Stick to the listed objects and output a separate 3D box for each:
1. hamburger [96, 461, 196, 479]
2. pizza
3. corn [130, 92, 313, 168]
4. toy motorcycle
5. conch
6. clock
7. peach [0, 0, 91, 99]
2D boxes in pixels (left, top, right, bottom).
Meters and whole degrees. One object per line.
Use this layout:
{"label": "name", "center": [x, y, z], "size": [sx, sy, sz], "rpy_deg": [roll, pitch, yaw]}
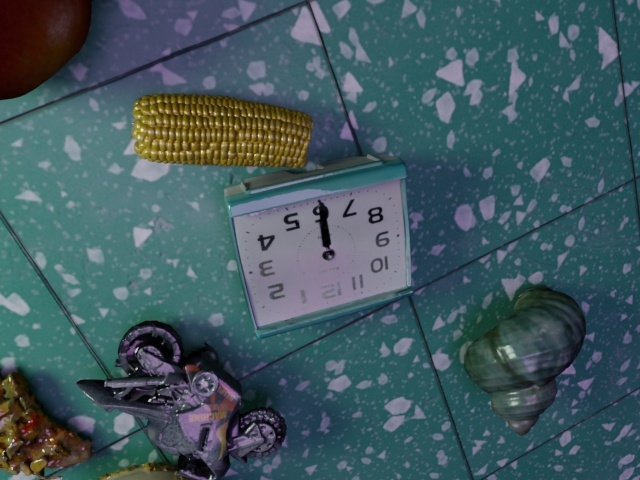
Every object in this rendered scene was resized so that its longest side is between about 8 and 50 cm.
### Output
{"label": "hamburger", "center": [-0.286, 0.492, 0.767], "size": [0.294, 0.179, 0.276], "rpy_deg": [-46, 113, -9]}
{"label": "pizza", "center": [-0.455, 0.289, 0.712], "size": [0.147, 0.069, 0.226], "rpy_deg": [-33, 113, -7]}
{"label": "corn", "center": [-0.127, -0.147, 0.663], "size": [0.243, 0.093, 0.094], "rpy_deg": [-1, 107, -20]}
{"label": "toy motorcycle", "center": [-0.201, 0.260, 0.746], "size": [0.307, 0.108, 0.173], "rpy_deg": [43, 88, -13]}
{"label": "conch", "center": [0.369, 0.211, 0.891], "size": [0.220, 0.195, 0.278], "rpy_deg": [20, 74, -49]}
{"label": "clock", "center": [0.000, 0.000, 0.743], "size": [0.262, 0.116, 0.231], "rpy_deg": [-14, 115, -11]}
{"label": "peach", "center": [-0.363, -0.260, 0.485], "size": [0.243, 0.200, 0.244], "rpy_deg": [-13, 140, -11]}
